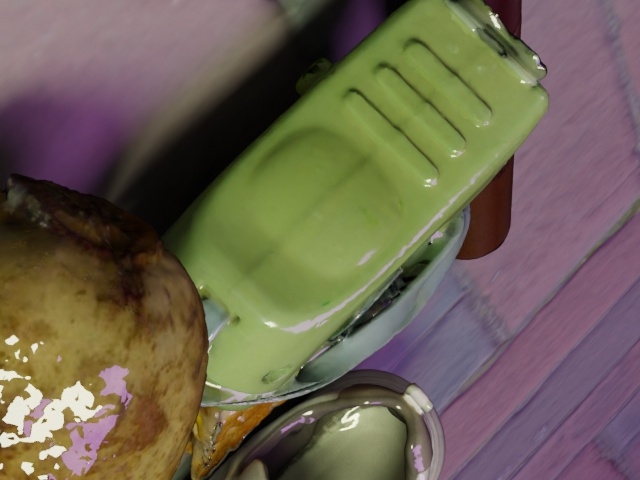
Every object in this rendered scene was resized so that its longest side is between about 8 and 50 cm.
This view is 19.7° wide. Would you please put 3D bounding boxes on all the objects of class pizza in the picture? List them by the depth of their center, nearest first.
[{"bbox_3d":[-0.021,0.058,0.998,0.185,0.036,0.176,-21,150,-55],"label":"pizza"}]

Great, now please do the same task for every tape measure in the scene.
[{"bbox_3d":[0.000,0.000,0.806,0.200,0.106,0.175,-47,176,-14],"label":"tape measure"}]

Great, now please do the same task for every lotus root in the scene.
[{"bbox_3d":[-0.138,0.089,0.688,0.145,0.128,0.260,18,116,-30],"label":"lotus root"}]

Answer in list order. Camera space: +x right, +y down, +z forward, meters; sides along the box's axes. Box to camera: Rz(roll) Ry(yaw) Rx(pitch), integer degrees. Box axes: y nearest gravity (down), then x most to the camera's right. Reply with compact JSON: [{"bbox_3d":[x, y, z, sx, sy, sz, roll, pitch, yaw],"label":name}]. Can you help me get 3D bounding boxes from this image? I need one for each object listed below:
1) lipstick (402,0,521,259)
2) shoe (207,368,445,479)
[{"bbox_3d":[0.068,-0.084,0.884,0.057,0.057,0.356,-41,158,-14],"label":"lipstick"},{"bbox_3d":[-0.039,0.186,1.038,0.316,0.124,0.159,-47,175,-18],"label":"shoe"}]
